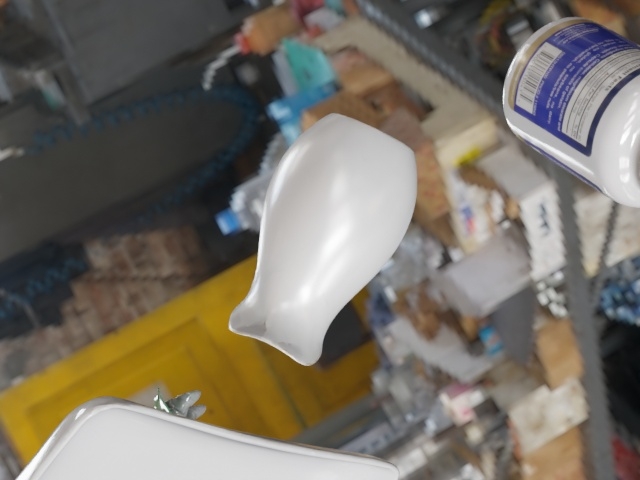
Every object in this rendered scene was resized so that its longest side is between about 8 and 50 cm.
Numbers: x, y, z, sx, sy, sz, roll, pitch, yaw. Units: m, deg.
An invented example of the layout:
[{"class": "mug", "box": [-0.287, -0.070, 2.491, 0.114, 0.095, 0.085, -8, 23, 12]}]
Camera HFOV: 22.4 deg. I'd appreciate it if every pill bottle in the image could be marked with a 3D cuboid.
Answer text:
[{"class": "pill bottle", "box": [0.233, -0.089, 1.223, 0.186, 0.112, 0.112, 42, 156, 49]}]

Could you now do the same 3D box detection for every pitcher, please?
[{"class": "pitcher", "box": [0.000, 0.000, 1.429, 0.125, 0.207, 0.178, 25, 178, -3]}]

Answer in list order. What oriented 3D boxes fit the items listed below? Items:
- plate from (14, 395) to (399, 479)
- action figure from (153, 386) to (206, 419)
[{"class": "plate", "box": [-0.123, 0.200, 0.973, 0.277, 0.278, 0.045, 21, -154, -49]}, {"class": "action figure", "box": [-0.091, 0.246, 1.362, 0.137, 0.063, 0.232, 81, 172, -71]}]
